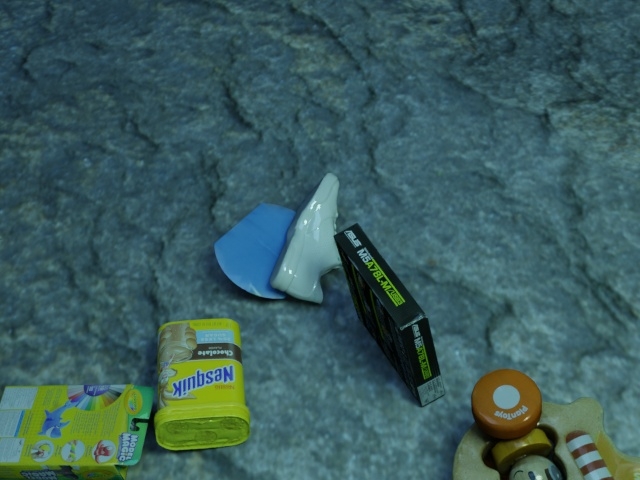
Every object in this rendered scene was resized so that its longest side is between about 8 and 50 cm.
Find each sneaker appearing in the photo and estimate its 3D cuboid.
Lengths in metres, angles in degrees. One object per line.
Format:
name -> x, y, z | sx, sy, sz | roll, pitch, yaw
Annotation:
sneaker -> 0.000, 0.000, 1.651 | 0.094, 0.080, 0.212 | 27, 60, -10

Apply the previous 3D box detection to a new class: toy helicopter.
toy helicopter -> 0.329, 0.292, 1.290 | 0.355, 0.140, 0.235 | 3, 53, 12

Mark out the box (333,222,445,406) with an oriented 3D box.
box -> 0.091, 0.099, 1.469 | 0.045, 0.191, 0.184 | -27, 49, -7

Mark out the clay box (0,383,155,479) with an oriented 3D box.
clay box -> -0.335, 0.261, 1.516 | 0.222, 0.053, 0.127 | -1, 50, 11

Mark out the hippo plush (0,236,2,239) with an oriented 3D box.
hippo plush -> -0.540, 0.153, 1.594 | 0.294, 0.234, 0.237 | -28, 79, 7

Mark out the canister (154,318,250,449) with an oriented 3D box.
canister -> -0.163, 0.192, 1.518 | 0.126, 0.073, 0.170 | -4, 47, -5

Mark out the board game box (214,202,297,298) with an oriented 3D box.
board game box -> -0.076, 0.024, 1.670 | 0.133, 0.033, 0.168 | 39, 55, 11
